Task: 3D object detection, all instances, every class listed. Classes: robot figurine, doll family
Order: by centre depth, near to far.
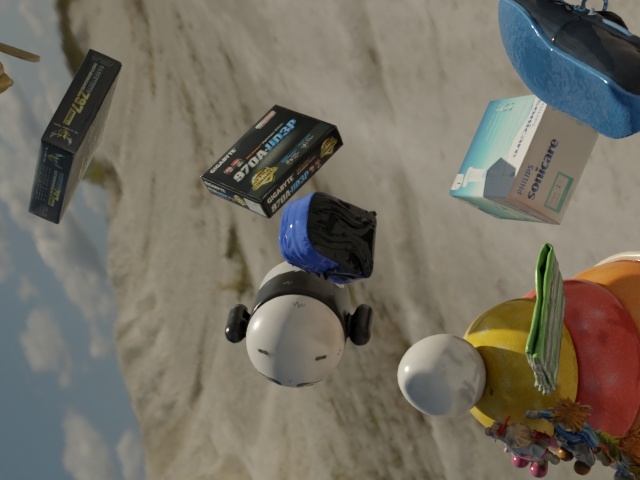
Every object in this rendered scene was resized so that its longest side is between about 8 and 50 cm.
[{"bbox_3d":[0.352,0.270,1.417,0.263,0.118,0.163,26,162,27],"label":"doll family"},{"bbox_3d":[-0.036,0.139,1.883,0.173,0.209,0.278,48,-162,-14],"label":"robot figurine"}]

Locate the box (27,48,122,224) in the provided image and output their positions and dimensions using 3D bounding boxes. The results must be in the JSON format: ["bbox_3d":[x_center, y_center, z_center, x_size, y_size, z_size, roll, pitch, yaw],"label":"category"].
[{"bbox_3d":[-0.379,-0.155,1.676,0.233,0.059,0.183,124,168,-58],"label":"box"}]

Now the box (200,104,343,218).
[{"bbox_3d":[-0.091,-0.152,2.060,0.175,0.220,0.051,25,152,40],"label":"box"}]

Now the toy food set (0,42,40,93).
[{"bbox_3d":[-0.427,-0.199,1.265,0.192,0.132,0.038,-40,-32,-63],"label":"toy food set"}]

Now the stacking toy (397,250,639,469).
[{"bbox_3d":[0.318,0.184,1.613,0.350,0.480,0.351,-9,80,62],"label":"stacking toy"}]

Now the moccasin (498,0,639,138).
[{"bbox_3d":[0.334,-0.220,1.348,0.342,0.117,0.138,-122,12,-50],"label":"moccasin"}]

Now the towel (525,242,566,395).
[{"bbox_3d":[0.213,0.077,1.043,0.152,0.023,0.113,52,-135,-63],"label":"towel"}]

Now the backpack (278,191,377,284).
[{"bbox_3d":[0.000,0.000,1.377,0.120,0.101,0.098,25,-124,-42],"label":"backpack"}]

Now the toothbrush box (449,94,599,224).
[{"bbox_3d":[0.390,-0.157,2.100,0.126,0.216,0.295,25,176,-13],"label":"toothbrush box"}]
